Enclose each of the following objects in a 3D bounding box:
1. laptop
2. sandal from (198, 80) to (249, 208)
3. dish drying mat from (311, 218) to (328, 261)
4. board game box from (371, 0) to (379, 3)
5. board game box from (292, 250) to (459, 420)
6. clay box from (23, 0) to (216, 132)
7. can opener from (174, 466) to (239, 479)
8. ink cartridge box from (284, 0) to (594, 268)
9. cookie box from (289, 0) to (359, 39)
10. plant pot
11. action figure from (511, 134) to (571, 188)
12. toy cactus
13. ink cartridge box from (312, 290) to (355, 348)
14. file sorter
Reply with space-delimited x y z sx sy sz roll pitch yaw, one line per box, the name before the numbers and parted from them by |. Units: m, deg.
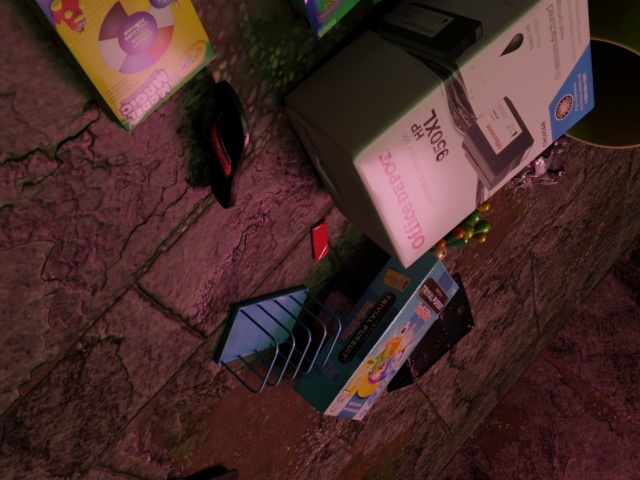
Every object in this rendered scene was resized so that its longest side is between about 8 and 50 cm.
laptop | 0.253 0.232 1.901 0.234 0.137 0.264 -38 123 -26
sandal | -0.121 -0.106 0.924 0.040 0.067 0.179 -18 141 -29
dish drying mat | 0.000 0.000 1.274 0.032 0.008 0.083 -37 148 -24
board game box | 0.131 -0.395 0.912 0.212 0.039 0.160 -30 150 3
board game box | 0.116 0.177 1.445 0.336 0.079 0.254 -53 157 -1
clay box | -0.183 -0.201 0.734 0.127 0.053 0.222 -45 150 -12
can opener | -0.222 0.459 1.428 0.186 0.059 0.073 -14 108 -62
ink cartridge box | 0.182 -0.192 1.088 0.395 0.166 0.285 -40 143 -6
cookie box | 0.003 -0.306 0.898 0.092 0.040 0.107 -46 150 -10
plant pot | 0.576 -0.374 1.463 0.293 0.275 0.274 -57 155 -24
action figure | 0.522 -0.214 1.703 0.285 0.099 0.185 -43 159 -8
toy cactus | 0.248 -0.011 1.555 0.219 0.112 0.180 -17 155 -50
ink cartridge box | 0.023 0.158 1.428 0.029 0.063 0.115 -3 125 -56
file sorter | -0.065 0.163 1.264 0.170 0.104 0.118 -12 131 -50
